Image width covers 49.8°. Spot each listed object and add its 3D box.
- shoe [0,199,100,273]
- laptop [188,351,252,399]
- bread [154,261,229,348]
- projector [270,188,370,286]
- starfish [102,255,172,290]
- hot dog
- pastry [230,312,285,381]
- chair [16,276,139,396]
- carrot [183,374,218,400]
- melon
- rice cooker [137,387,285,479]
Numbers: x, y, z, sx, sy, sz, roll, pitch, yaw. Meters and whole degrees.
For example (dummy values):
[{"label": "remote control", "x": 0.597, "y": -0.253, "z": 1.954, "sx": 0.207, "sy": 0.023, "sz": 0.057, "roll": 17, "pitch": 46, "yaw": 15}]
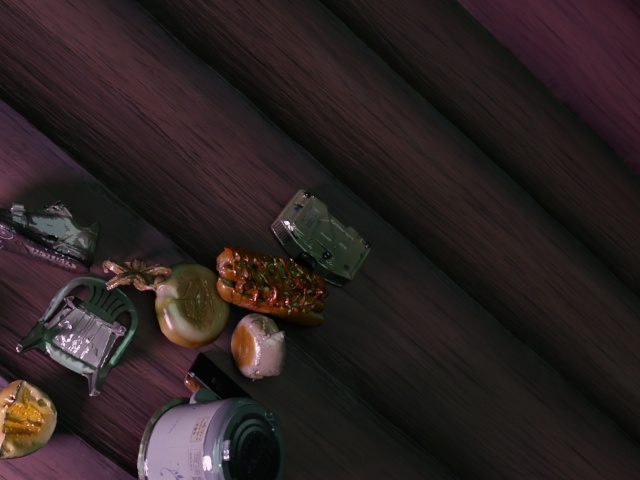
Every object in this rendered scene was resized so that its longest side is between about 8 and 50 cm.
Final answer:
[{"label": "shoe", "x": -0.647, "y": -0.040, "z": 1.587, "sx": 0.292, "sy": 0.109, "sz": 0.149, "roll": 28, "pitch": 57, "yaw": -20}, {"label": "laptop", "x": -0.236, "y": 0.349, "z": 1.651, "sx": 0.180, "sy": 0.129, "sz": 0.016, "roll": 44, "pitch": 101, "yaw": -7}, {"label": "bread", "x": -0.316, "y": 0.157, "z": 1.678, "sx": 0.213, "sy": 0.104, "sz": 0.214, "roll": 18, "pitch": 58, "yaw": -31}, {"label": "projector", "x": 0.000, "y": 0.000, "z": 1.918, "sx": 0.269, "sy": 0.088, "sz": 0.194, "roll": 40, "pitch": 55, "yaw": -9}, {"label": "starfish", "x": -0.428, "y": 0.075, "z": 1.598, "sx": 0.150, "sy": 0.209, "sz": 0.053, "roll": -25, "pitch": 119, "yaw": -25}, {"label": "hot dog", "x": -0.109, "y": 0.113, "z": 1.753, "sx": 0.348, "sy": 0.117, "sz": 0.158, "roll": 24, "pitch": 53, "yaw": -37}, {"label": "pastry", "x": -0.154, "y": 0.263, "z": 1.699, "sx": 0.088, "sy": 0.165, "sz": 0.166, "roll": -1, "pitch": 71, "yaw": -36}, {"label": "chair", "x": -0.510, "y": 0.192, "z": 1.519, "sx": 0.203, "sy": 0.274, "sz": 0.191, "roll": 35, "pitch": 83, "yaw": -14}, {"label": "carrot", "x": -0.266, "y": 0.382, "z": 1.663, "sx": 0.165, "sy": 0.035, "sz": 0.036, "roll": 45, "pitch": 57, "yaw": -8}, {"label": "melon", "x": -0.629, "y": 0.385, "z": 1.451, "sx": 0.128, "sy": 0.079, "sz": 0.160, "roll": 27, "pitch": 58, "yaw": -37}, {"label": "rice cooker", "x": -0.240, "y": 0.472, "z": 1.494, "sx": 0.264, "sy": 0.316, "sz": 0.317, "roll": 26, "pitch": 56, "yaw": -51}]
